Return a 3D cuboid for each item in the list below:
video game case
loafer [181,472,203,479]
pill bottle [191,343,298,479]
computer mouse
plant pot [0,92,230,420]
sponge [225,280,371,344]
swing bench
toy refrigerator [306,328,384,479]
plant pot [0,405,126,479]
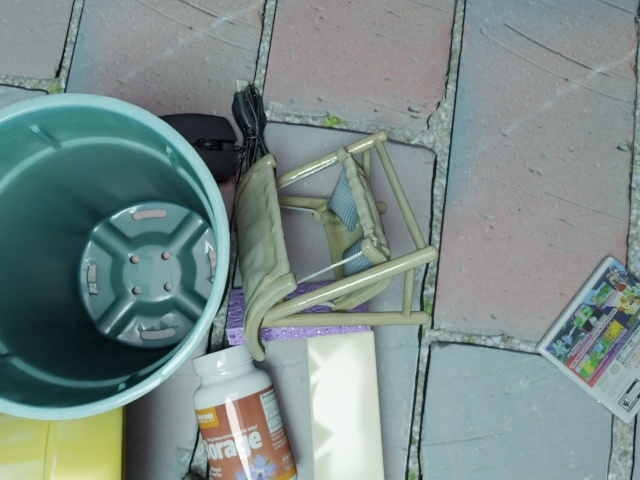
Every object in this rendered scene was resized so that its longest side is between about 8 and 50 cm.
[{"bbox_3d":[0.483,0.160,0.876,0.183,0.023,0.201,40,84,4],"label":"video game case"},{"bbox_3d":[-0.185,0.472,0.779,0.088,0.094,0.251,-12,83,-7],"label":"loafer"},{"bbox_3d":[-0.119,0.267,0.795,0.121,0.121,0.216,-17,83,-4],"label":"pill bottle"},{"bbox_3d":[-0.219,-0.158,0.874,0.273,0.072,0.188,-10,84,-3],"label":"computer mouse"},{"bbox_3d":[-0.270,0.034,0.715,0.342,0.334,0.340,0,82,-2],"label":"plant pot"},{"bbox_3d":[-0.035,0.106,0.823,0.210,0.117,0.031,-5,115,-2],"label":"sponge"},{"bbox_3d":[0.000,0.000,0.756,0.255,0.165,0.253,-11,47,-4],"label":"swing bench"},{"bbox_3d":[0.040,0.273,0.815,0.102,0.094,0.269,-5,82,4],"label":"toy refrigerator"},{"bbox_3d":[-0.378,0.305,0.689,0.239,0.254,0.253,0,82,-18],"label":"plant pot"}]
